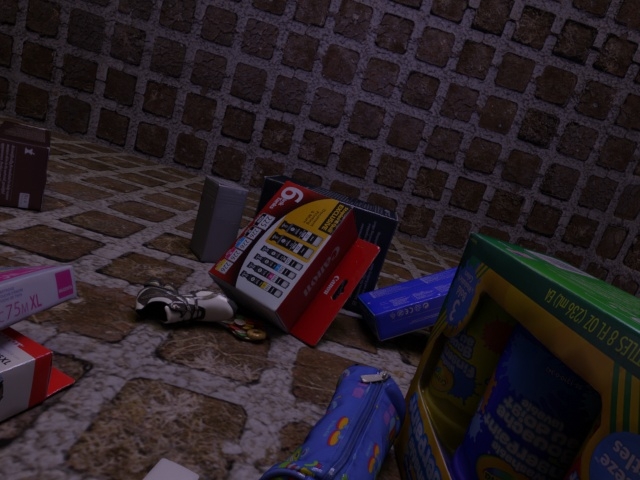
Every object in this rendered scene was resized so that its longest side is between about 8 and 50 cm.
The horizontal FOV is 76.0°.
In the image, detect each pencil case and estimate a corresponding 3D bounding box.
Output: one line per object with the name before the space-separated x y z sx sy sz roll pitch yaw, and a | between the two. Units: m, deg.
pencil case | 0.031 0.268 0.534 0.119 0.133 0.306 25 16 18

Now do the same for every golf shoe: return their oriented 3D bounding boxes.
golf shoe | -0.271 0.143 0.825 0.198 0.077 0.094 11 28 -8

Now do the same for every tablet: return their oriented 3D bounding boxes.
tablet | -0.181 0.285 0.464 0.054 0.006 0.083 20 13 10

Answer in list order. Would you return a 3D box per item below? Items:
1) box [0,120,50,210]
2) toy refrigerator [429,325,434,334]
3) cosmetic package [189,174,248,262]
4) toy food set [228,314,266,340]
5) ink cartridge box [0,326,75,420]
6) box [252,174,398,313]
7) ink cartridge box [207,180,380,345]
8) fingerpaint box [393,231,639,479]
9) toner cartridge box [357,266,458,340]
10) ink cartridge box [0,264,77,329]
box | -0.929 -0.242 1.274 0.143 0.191 0.381 7 15 -37
toy refrigerator | 0.340 0.246 1.024 0.094 0.102 0.269 -12 11 6
cosmetic package | -0.307 -0.061 1.231 0.107 0.237 0.127 11 12 -37
toy food set | -0.154 0.187 0.872 0.083 0.020 0.083 16 13 -7
ink cartridge box | -0.432 0.162 0.487 0.134 0.078 0.231 21 13 16
box | 0.000 0.000 1.246 0.396 0.293 0.212 19 13 4
ink cartridge box | -0.049 0.043 0.965 0.272 0.309 0.130 24 -26 26
fingerpaint box | 0.240 0.226 0.449 0.163 0.371 0.445 16 14 -4
toner cartridge box | 0.287 0.154 1.081 0.348 0.075 0.165 -15 11 -7
ink cartridge box | -0.520 0.076 0.521 0.311 0.065 0.186 -4 5 -3
